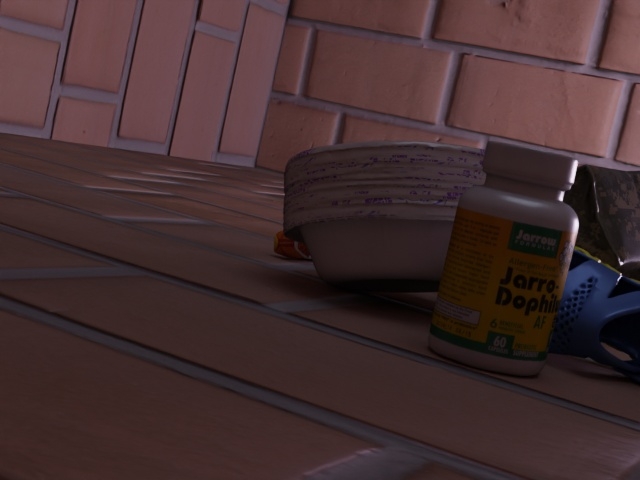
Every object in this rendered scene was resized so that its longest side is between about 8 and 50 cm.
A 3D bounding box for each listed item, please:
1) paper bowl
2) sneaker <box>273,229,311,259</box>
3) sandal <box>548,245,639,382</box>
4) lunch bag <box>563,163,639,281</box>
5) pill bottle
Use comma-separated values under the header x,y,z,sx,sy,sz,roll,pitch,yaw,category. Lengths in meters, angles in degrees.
x,y,z,sx,sy,sz,roll,pitch,yaw,category
0.097,-0.018,1.286,0.284,0.148,0.284,1,-9,0,paper bowl
0.000,0.000,1.557,0.067,0.064,0.175,4,-3,37,sneaker
0.288,0.078,1.129,0.318,0.126,0.138,12,9,11,sandal
0.325,0.014,1.514,0.287,0.168,0.235,-23,-15,38,lunch bag
0.180,0.015,1.035,0.118,0.208,0.117,12,5,-1,pill bottle
